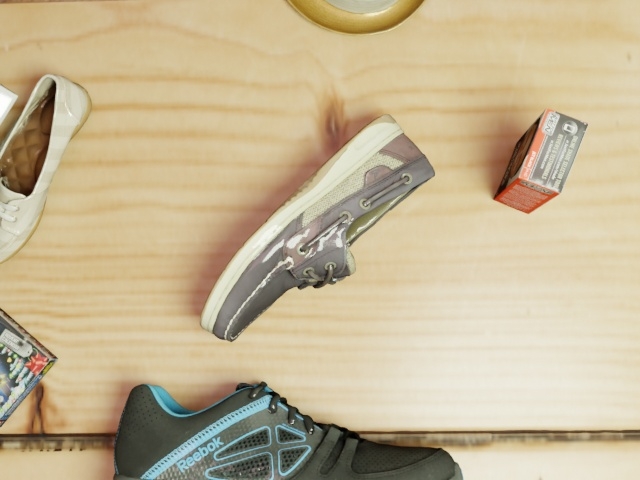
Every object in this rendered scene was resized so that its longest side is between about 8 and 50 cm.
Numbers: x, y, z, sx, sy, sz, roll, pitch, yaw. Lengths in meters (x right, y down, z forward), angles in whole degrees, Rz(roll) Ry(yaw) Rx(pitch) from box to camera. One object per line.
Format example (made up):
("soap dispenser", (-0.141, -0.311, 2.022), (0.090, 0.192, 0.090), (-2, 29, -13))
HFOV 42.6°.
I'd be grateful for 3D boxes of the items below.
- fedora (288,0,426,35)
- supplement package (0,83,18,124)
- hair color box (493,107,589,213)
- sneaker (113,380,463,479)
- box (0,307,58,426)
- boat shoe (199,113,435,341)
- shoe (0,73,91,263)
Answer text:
("fedora", (0.035, -0.314, 0.858), (0.194, 0.079, 0.195), (0, 85, 2))
("supplement package", (-0.449, -0.068, 0.773), (0.177, 0.175, 0.293), (33, 86, -28))
("hair color box", (0.210, -0.073, 0.795), (0.043, 0.141, 0.072), (23, 85, 4))
("sneaker", (-0.033, 0.203, 0.787), (0.340, 0.125, 0.140), (0, 76, -1))
("box", (-0.356, 0.116, 0.855), (0.137, 0.027, 0.094), (39, 86, 6))
("boat shoe", (0.000, 0.000, 0.818), (0.092, 0.103, 0.285), (42, 81, 10))
("shoe", (-0.315, -0.075, 0.857), (0.076, 0.058, 0.219), (25, 86, 5))
